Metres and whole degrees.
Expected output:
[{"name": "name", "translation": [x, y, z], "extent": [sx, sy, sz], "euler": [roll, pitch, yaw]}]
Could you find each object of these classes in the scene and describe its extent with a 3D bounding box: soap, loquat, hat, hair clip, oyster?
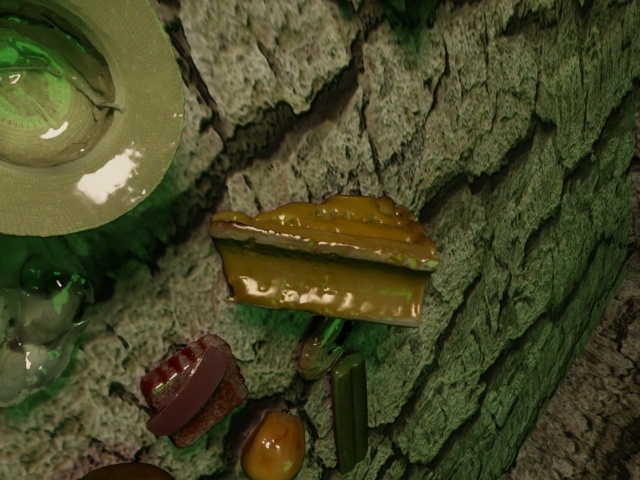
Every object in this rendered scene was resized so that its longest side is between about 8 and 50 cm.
[{"name": "soap", "translation": [0.000, 0.000, 0.752], "extent": [0.339, 0.304, 0.169], "euler": [9, 108, -4]}, {"name": "loquat", "translation": [-0.079, 0.369, 0.764], "extent": [0.137, 0.113, 0.137], "euler": [16, 90, -75]}, {"name": "hat", "translation": [-0.271, -0.140, 0.396], "extent": [0.257, 0.130, 0.256], "euler": [-15, 114, -39]}, {"name": "hair clip", "translation": [-0.181, 0.212, 0.596], "extent": [0.137, 0.022, 0.054], "euler": [-52, 134, -17]}, {"name": "oyster", "translation": [-0.332, 0.051, 0.438], "extent": [0.199, 0.087, 0.252], "euler": [-59, 141, -23]}]

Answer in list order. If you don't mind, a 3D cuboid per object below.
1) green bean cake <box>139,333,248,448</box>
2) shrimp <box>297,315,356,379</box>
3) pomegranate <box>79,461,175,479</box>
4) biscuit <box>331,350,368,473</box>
[{"name": "green bean cake", "translation": [-0.187, 0.223, 0.649], "extent": [0.135, 0.056, 0.135], "euler": [-31, 123, -29]}, {"name": "shrimp", "translation": [0.032, 0.174, 0.835], "extent": [0.223, 0.048, 0.126], "euler": [-58, 141, -1]}, {"name": "pomegranate", "translation": [-0.278, 0.402, 0.568], "extent": [0.209, 0.179, 0.180], "euler": [-46, 137, 19]}, {"name": "biscuit", "translation": [0.070, 0.382, 0.941], "extent": [0.099, 0.038, 0.322], "euler": [-27, 125, -38]}]
